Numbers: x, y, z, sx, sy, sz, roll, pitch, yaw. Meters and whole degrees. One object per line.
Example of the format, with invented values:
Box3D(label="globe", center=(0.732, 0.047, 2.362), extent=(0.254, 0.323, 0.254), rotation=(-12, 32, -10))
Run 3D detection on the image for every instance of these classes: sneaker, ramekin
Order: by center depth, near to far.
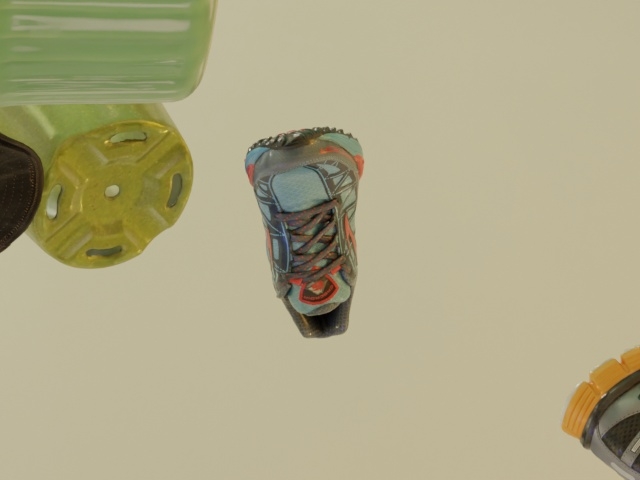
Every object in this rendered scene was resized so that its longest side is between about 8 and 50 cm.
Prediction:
Box3D(label="ramekin", center=(-0.138, -0.220, 1.029), extent=(0.148, 0.303, 0.303), rotation=(3, -132, -9))
Box3D(label="sneaker", center=(0.260, 0.093, 1.126), extent=(0.215, 0.084, 0.083), rotation=(-28, -125, -16))
Box3D(label="sneaker", center=(0.000, 0.000, 1.538), extent=(0.104, 0.262, 0.125), rotation=(-12, -120, 0))

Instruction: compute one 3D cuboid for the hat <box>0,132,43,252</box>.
Box3D(label="hat", center=(-0.401, 0.012, 1.581), extent=(0.331, 0.331, 0.134), rotation=(-5, -124, -24))

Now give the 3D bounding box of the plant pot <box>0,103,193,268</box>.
Box3D(label="plant pot", center=(-0.268, -0.111, 1.827), extent=(0.276, 0.276, 0.254), rotation=(-12, -140, -29))
